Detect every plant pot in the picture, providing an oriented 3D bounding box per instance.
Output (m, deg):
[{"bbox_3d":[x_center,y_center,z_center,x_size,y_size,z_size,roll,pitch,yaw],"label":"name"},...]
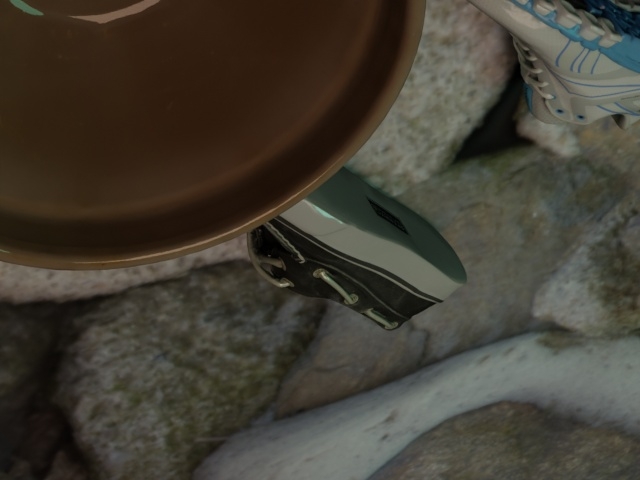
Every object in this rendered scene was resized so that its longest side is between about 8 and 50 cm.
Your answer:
[{"bbox_3d":[-0.085,-0.105,0.595,0.237,0.110,0.237,-15,142,-13],"label":"plant pot"}]

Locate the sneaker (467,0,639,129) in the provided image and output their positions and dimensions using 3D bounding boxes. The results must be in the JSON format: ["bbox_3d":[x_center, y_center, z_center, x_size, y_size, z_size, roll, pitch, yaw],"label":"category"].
[{"bbox_3d":[0.129,-0.098,0.746,0.190,0.071,0.083,17,130,-38],"label":"sneaker"}]

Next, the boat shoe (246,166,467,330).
[{"bbox_3d":[0.000,0.000,0.778,0.070,0.078,0.219,-41,139,16],"label":"boat shoe"}]
